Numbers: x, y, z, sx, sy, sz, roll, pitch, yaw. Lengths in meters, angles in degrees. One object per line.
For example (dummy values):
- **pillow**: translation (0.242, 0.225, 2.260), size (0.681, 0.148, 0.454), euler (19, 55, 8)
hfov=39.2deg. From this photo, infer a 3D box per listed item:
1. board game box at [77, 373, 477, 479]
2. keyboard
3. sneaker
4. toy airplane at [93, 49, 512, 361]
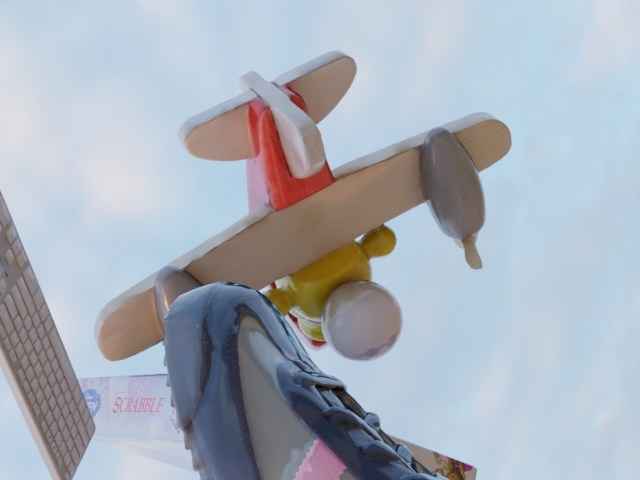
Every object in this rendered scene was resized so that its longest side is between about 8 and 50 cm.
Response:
- **board game box**: translation (-0.062, 0.216, 0.932), size (0.318, 0.318, 0.066), euler (26, -113, -31)
- **keyboard**: translation (-0.218, 0.071, 0.670), size (0.072, 0.014, 0.256), euler (-68, -28, -55)
- **sneaker**: translation (0.045, 0.134, 0.404), size (0.131, 0.319, 0.112), euler (-37, -18, 19)
- **toy airplane**: translation (0.000, 0.000, 0.958), size (0.384, 0.272, 0.386), euler (6, -47, -50)
